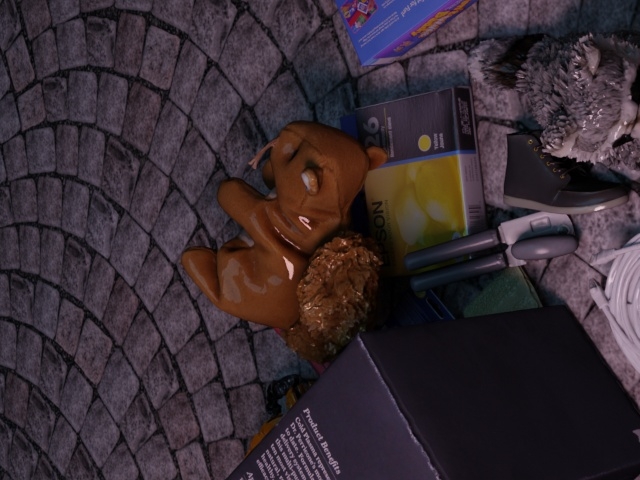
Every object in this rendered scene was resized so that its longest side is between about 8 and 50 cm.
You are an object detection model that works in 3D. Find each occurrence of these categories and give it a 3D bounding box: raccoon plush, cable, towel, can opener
[{"bbox_3d":[0.316,-0.203,1.761,0.446,0.299,0.216,4,96,45],"label":"raccoon plush"},{"bbox_3d":[0.525,0.093,1.726,0.257,0.089,0.257,-32,72,41],"label":"cable"},{"bbox_3d":[0.296,0.114,1.994,0.148,0.027,0.110,-50,53,36],"label":"towel"},{"bbox_3d":[0.264,0.016,1.933,0.280,0.093,0.074,-16,90,20],"label":"can opener"}]

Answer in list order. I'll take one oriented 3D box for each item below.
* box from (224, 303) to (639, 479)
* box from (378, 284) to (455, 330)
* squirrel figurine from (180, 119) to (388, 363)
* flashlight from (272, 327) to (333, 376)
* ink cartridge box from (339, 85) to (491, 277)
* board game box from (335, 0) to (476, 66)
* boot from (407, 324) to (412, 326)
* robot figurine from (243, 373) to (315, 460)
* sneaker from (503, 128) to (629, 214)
[{"bbox_3d":[0.159,0.362,1.837,0.472,0.479,0.297,-49,59,36],"label":"box"},{"bbox_3d":[0.161,0.182,2.135,0.136,0.036,0.225,52,128,29],"label":"box"},{"bbox_3d":[0.000,0.000,2.091,0.397,0.281,0.370,54,134,24],"label":"squirrel figurine"},{"bbox_3d":[0.004,0.207,2.251,0.304,0.103,0.103,51,125,31],"label":"flashlight"},{"bbox_3d":[0.142,-0.090,2.111,0.307,0.072,0.304,-8,89,43],"label":"ink cartridge box"},{"bbox_3d":[0.157,-0.471,2.028,0.347,0.078,0.233,-31,78,45],"label":"board game box"},{"bbox_3d":[0.102,0.251,2.085,0.083,0.161,0.246,38,143,2],"label":"boot"},{"bbox_3d":[-0.048,0.386,2.319,0.211,0.085,0.291,51,130,29],"label":"robot figurine"},{"bbox_3d":[0.363,-0.107,1.865,0.222,0.083,0.118,7,108,46],"label":"sneaker"}]
